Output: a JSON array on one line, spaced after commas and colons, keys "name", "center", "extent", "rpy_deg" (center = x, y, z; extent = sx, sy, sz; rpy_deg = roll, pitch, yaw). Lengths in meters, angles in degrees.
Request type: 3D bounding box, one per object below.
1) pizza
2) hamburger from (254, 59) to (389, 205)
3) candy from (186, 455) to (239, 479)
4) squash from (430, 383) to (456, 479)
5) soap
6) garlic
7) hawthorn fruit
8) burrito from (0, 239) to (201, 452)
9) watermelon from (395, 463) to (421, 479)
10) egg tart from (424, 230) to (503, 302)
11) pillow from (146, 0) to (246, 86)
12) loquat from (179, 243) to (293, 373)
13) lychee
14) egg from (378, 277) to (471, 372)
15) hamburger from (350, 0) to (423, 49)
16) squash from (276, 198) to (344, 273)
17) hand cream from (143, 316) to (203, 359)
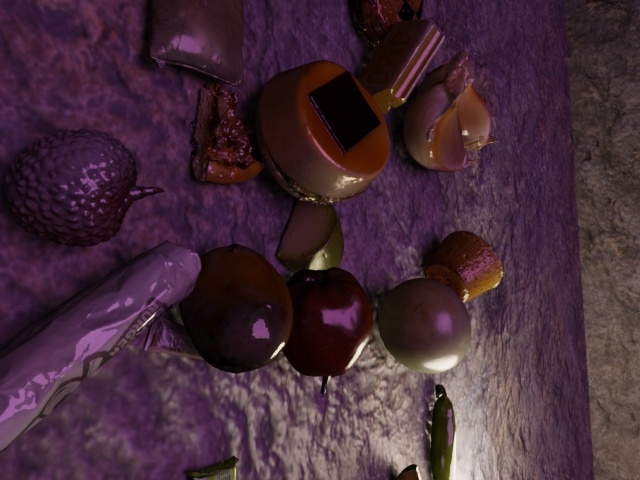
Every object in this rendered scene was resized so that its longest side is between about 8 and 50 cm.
[{"name": "pizza", "center": [-0.170, -0.201, 0.917], "extent": [0.154, 0.069, 0.194], "rpy_deg": [-16, 98, -47]}, {"name": "hamburger", "center": [0.000, -0.210, 1.018], "extent": [0.300, 0.176, 0.301], "rpy_deg": [16, 65, -39]}, {"name": "candy", "center": [-0.187, 0.475, 0.870], "extent": [0.102, 0.032, 0.179], "rpy_deg": [-1, 88, -43]}, {"name": "squash", "center": [0.342, 0.570, 1.402], "extent": [0.071, 0.080, 0.319], "rpy_deg": [0, 84, -9]}, {"name": "soap", "center": [0.178, -0.412, 1.202], "extent": [0.073, 0.140, 0.232], "rpy_deg": [35, 86, -37]}, {"name": "garlic", "center": [0.358, -0.337, 1.399], "extent": [0.313, 0.249, 0.287], "rpy_deg": [52, 33, -56]}, {"name": "hawthorn fruit", "center": [0.003, 0.183, 0.990], "extent": [0.208, 0.207, 0.249], "rpy_deg": [-20, 115, -46]}, {"name": "burrito", "center": [-0.345, 0.150, 0.655], "extent": [0.445, 0.138, 0.101], "rpy_deg": [-44, 122, -35]}, {"name": "watermelon", "center": [0.234, 0.647, 1.268], "extent": [0.075, 0.091, 0.182], "rpy_deg": [-12, 87, -60]}, {"name": "egg tart", "center": [0.392, 0.090, 1.425], "extent": [0.147, 0.202, 0.203], "rpy_deg": [-35, 112, -28]}, {"name": "pillow", "center": [-0.211, -0.426, 0.888], "extent": [0.184, 0.074, 0.303], "rpy_deg": [6, 79, -38]}, {"name": "loquat", "center": [-0.136, 0.111, 0.825], "extent": [0.179, 0.179, 0.228], "rpy_deg": [16, 32, -45]}, {"name": "lychee", "center": [-0.317, -0.069, 0.679], "extent": [0.197, 0.165, 0.165], "rpy_deg": [11, 77, -12]}, {"name": "egg", "center": [0.263, 0.220, 1.243], "extent": [0.295, 0.218, 0.219], "rpy_deg": [53, 51, -47]}, {"name": "hamburger", "center": [0.170, -0.606, 1.297], "extent": [0.230, 0.106, 0.231], "rpy_deg": [-7, 99, -47]}, {"name": "squash", "center": [0.015, -0.003, 1.089], "extent": [0.184, 0.085, 0.192], "rpy_deg": [37, 62, -38]}, {"name": "hand cream", "center": [-0.227, 0.176, 0.855], "extent": [0.143, 0.039, 0.061], "rpy_deg": [26, 73, -33]}]
